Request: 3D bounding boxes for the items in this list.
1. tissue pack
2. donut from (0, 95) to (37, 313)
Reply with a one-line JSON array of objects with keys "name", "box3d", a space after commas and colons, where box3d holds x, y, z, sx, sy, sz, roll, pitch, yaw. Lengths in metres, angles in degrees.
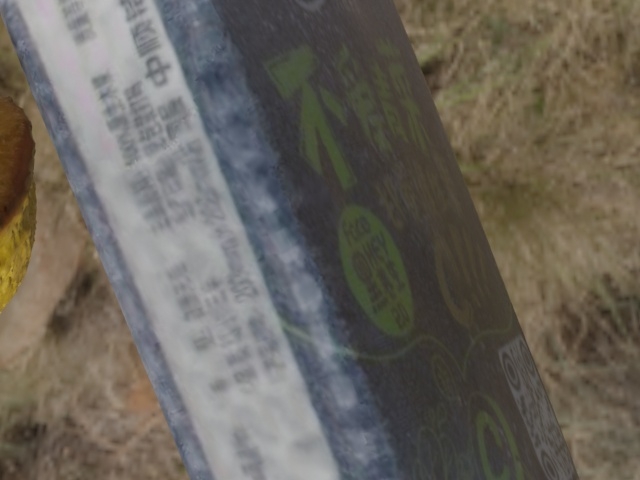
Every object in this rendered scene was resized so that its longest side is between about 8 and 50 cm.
[{"name": "tissue pack", "box3d": [0.000, 0.000, 0.884, 0.124, 0.288, 0.394, -22, 88, 21]}, {"name": "donut", "box3d": [-0.297, -0.015, 1.078, 0.253, 0.253, 0.118, -3, 132, 5]}]
